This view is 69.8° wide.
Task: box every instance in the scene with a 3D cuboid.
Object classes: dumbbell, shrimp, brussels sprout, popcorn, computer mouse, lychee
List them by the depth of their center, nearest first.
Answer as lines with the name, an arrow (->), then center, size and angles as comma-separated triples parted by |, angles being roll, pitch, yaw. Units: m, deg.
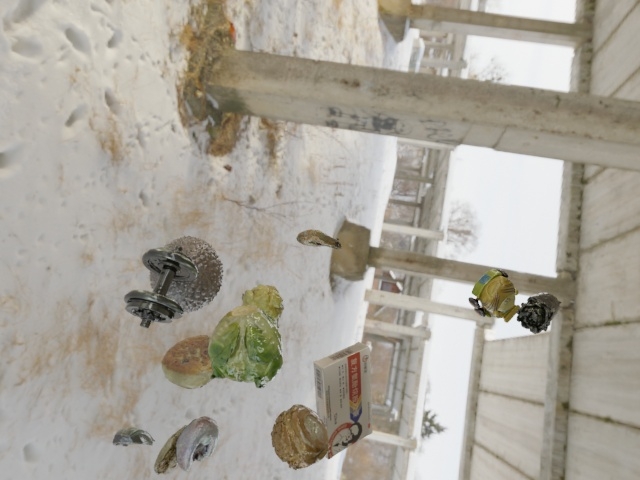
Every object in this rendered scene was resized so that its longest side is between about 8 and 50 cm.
dumbbell -> -0.507, 0.143, 1.475 | 0.192, 0.192, 0.289 | 88, 14, -60
brussels sprout -> -0.262, 0.382, 1.622 | 0.227, 0.260, 0.294 | -11, 94, -84
shrimp -> 0.000, 0.000, 1.653 | 0.101, 0.190, 0.042 | -35, -132, 46
lychee -> -0.522, 0.127, 1.760 | 0.300, 0.300, 0.300 | 10, 90, -84
computer mouse -> -0.782, 0.821, 1.924 | 0.231, 0.126, 0.071 | 76, 10, -62
popcorn -> -0.291, 0.355, 2.213 | 0.252, 0.215, 0.286 | -110, -147, -64

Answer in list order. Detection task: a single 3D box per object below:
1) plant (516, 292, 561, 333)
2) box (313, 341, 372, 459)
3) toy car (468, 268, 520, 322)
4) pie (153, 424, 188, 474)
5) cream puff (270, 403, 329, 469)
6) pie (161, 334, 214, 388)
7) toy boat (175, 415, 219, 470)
plant -> 0.603, 0.196, 1.264 | 0.143, 0.092, 0.094 | -24, 144, -39
box -> 0.083, 0.555, 1.602 | 0.214, 0.069, 0.353 | -14, 109, -36
toy car -> 0.750, 0.244, 1.936 | 0.200, 0.142, 0.248 | -47, 131, -2
pie -> -0.520, 0.758, 1.664 | 0.193, 0.079, 0.163 | -61, 173, 3
cream puff -> -0.055, 0.488, 1.132 | 0.165, 0.115, 0.150 | 40, 20, -35
pie -> -0.630, 0.592, 2.289 | 0.315, 0.315, 0.092 | -73, 161, -50
toy boat -> -0.405, 0.695, 1.551 | 0.155, 0.085, 0.227 | -15, 131, -41
